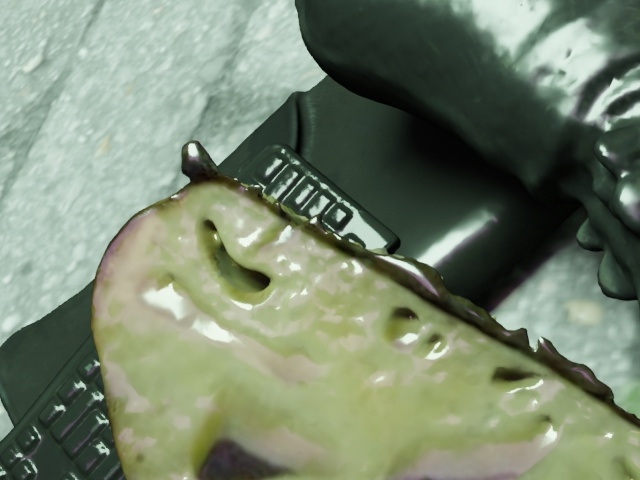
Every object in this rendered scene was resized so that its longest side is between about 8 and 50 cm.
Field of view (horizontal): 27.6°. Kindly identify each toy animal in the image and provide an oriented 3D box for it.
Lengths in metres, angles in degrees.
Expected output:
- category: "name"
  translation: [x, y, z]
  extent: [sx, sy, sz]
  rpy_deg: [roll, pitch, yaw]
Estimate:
- category: "toy animal"
  translation: [0.121, -0.064, 0.542]
  extent: [0.168, 0.106, 0.343]
  rpy_deg: [-29, 47, -11]

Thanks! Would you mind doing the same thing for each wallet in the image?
- category: "wallet"
  translation: [0.000, 0.000, 0.684]
  extent: [0.377, 0.051, 0.197]
  rpy_deg: [-41, 44, -1]

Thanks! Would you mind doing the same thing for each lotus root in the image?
- category: "lotus root"
  translation: [0.015, 0.080, 0.531]
  extent: [0.261, 0.074, 0.170]
  rpy_deg: [38, 89, 19]

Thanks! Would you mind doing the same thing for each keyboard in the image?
- category: "keyboard"
  translation: [-0.045, 0.039, 0.617]
  extent: [0.381, 0.041, 0.103]
  rpy_deg: [-45, 59, -6]
